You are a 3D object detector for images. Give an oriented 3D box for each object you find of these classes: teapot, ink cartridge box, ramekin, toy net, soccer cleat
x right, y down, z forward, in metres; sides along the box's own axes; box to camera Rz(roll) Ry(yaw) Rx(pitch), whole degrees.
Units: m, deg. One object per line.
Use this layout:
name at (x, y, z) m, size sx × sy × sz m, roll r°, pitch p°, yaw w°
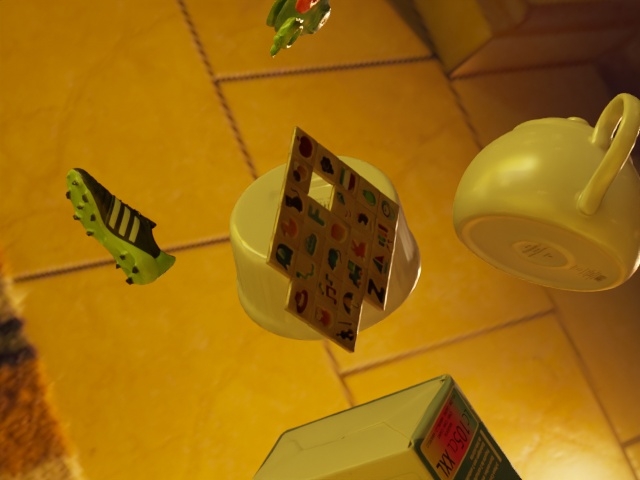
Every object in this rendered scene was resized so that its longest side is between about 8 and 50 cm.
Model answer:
teapot at (0.291, -0.066, 1.722) m, size 0.252 × 0.256 × 0.187 m, roll 44°, pitch 61°, yaw -50°
ink cartridge box at (0.129, 0.377, 1.635) m, size 0.395 × 0.270 × 0.151 m, roll 57°, pitch 38°, yaw -12°
ramekin at (0.000, 0.000, 2.071) m, size 0.135 × 0.277 × 0.277 m, roll 77°, pitch 30°, yaw -42°
toy net at (0.019, -0.275, 1.299) m, size 0.045 × 0.232 × 0.122 m, roll 38°, pitch 24°, yaw 7°
soccer cleat at (-0.255, -0.022, 1.800) m, size 0.072 × 0.060 × 0.179 m, roll -30°, pitch 79°, yaw -40°

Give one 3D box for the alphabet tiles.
alphabet tiles at (0.017, 0.008, 1.716) m, size 0.198 × 0.009 × 0.237 m, roll 36°, pitch 50°, yaw -35°
